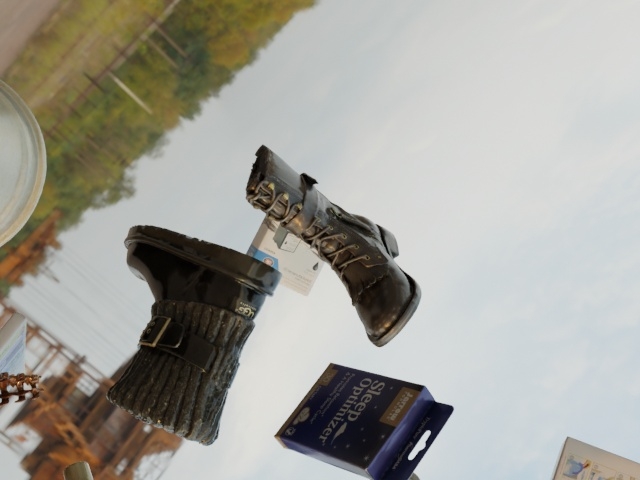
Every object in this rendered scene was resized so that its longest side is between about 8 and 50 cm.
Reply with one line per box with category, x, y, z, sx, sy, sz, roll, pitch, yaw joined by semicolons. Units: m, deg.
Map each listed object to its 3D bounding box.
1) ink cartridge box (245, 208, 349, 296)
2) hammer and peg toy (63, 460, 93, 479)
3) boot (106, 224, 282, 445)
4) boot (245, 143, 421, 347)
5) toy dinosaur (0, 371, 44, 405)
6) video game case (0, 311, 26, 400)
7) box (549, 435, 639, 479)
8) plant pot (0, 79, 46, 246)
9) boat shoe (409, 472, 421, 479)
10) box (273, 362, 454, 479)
ink cartridge box;-0.050;-0.005;1.786;0.190;0.140;0.082;-63;-165;3
hammer and peg toy;-0.402;0.419;1.278;0.266;0.361;0.127;-47;-124;35
boot;-0.219;0.123;1.262;0.348;0.131;0.260;12;-103;54
boot;0.000;0.000;1.092;0.091;0.229;0.263;-47;-155;17
toy dinosaur;-0.381;0.142;0.682;0.322;0.164;0.218;-31;-143;-26
video game case;-0.502;0.227;1.304;0.212;0.023;0.193;-59;179;-36
box;0.486;0.413;1.470;0.114;0.203;0.103;61;50;-69
plant pot;-0.593;-0.135;1.291;0.334;0.334;0.305;-48;-177;-8
boat shoe;0.072;0.473;1.270;0.114;0.091;0.302;23;-103;50
box;0.054;0.235;1.161;0.225;0.036;0.136;6;-132;49
